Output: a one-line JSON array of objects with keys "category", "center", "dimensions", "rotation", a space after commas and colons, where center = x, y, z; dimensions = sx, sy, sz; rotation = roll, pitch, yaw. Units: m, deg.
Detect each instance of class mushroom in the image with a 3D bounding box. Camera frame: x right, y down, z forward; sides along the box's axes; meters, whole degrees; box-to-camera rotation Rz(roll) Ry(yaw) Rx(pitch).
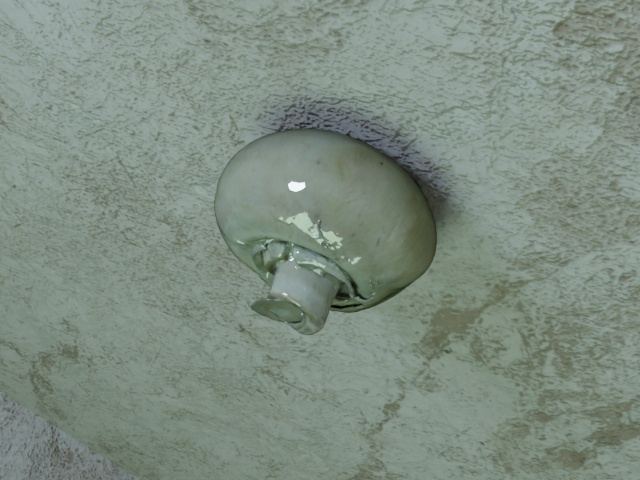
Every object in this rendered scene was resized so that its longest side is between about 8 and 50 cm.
[{"category": "mushroom", "center": [0.000, 0.000, 1.387], "dimensions": [0.246, 0.202, 0.246], "rotation": [18, 160, 7]}]
